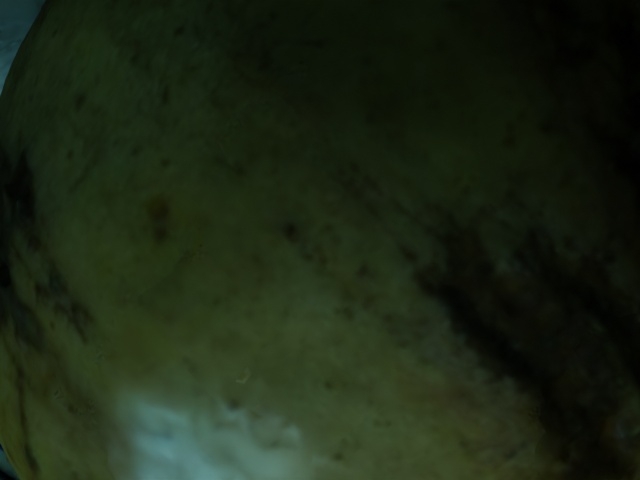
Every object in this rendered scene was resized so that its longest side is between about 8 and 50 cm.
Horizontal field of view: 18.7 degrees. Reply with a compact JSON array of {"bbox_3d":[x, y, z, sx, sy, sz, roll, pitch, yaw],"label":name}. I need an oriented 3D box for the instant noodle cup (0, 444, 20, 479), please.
[{"bbox_3d":[-0.070,0.039,1.199,0.284,0.312,0.284,30,172,4],"label":"instant noodle cup"}]

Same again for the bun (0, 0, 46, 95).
[{"bbox_3d":[-0.187,-0.162,0.758,0.354,0.194,0.354,27,171,4],"label":"bun"}]

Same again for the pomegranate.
[{"bbox_3d":[0.042,0.013,0.615,0.322,0.322,0.322,30,173,4],"label":"pomegranate"}]
